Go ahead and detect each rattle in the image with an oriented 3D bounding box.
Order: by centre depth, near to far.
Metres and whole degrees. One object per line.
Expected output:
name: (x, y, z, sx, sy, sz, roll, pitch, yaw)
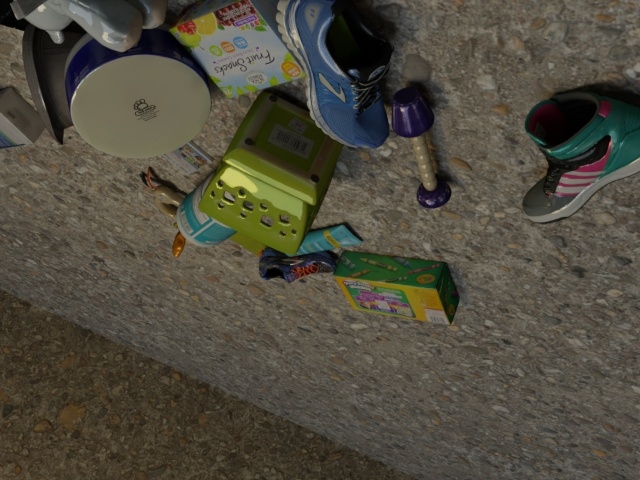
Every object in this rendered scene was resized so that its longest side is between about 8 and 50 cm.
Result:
rattle: (-0.419, -0.074, 1.890, 0.130, 0.142, 0.199, 24, 164, 41)

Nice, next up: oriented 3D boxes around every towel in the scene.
towel: (-0.183, 0.011, 1.970, 0.237, 0.021, 0.102, 34, 149, -17)

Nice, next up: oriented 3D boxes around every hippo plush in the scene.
hippo plush: (-0.406, -0.402, 1.212, 0.236, 0.294, 0.234, -10, 116, 57)

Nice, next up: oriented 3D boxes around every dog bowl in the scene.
dog bowl: (-0.344, -0.282, 1.377, 0.265, 0.104, 0.265, -13, 146, -9)

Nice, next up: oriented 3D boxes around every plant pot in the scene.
plant pot: (-0.085, -0.144, 1.441, 0.228, 0.227, 0.207, 27, 145, -4)

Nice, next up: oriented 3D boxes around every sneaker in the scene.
sneaker: (0.391, -0.139, 1.184, 0.178, 0.124, 0.295, 27, 144, -16)
sneaker: (0.048, -0.267, 1.191, 0.147, 0.130, 0.330, 28, 160, 41)
sneaker: (-0.062, 0.073, 1.895, 0.221, 0.087, 0.083, -3, 140, 21)

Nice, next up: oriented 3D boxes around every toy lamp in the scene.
toy lamp: (0.187, -0.168, 1.342, 0.080, 0.080, 0.274, 7, 147, 28)

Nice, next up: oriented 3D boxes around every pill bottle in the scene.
pill bottle: (-0.232, -0.083, 1.721, 0.146, 0.146, 0.264, 35, 150, -19)

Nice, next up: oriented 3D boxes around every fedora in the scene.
fedora: (-0.509, -0.331, 1.491, 0.124, 0.243, 0.275, -8, 156, -5)

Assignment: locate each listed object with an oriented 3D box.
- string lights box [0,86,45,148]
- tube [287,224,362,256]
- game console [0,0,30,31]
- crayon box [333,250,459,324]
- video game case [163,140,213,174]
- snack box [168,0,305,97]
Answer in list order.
string lights box: (-0.841, -0.307, 1.869, 0.260, 0.076, 0.133, 0, 143, 36)
tube: (0.000, 0.000, 1.798, 0.207, 0.052, 0.080, -12, 145, 38)
game console: (-0.615, -0.486, 1.471, 0.107, 0.071, 0.122, 8, 167, -41)
crayon box: (0.189, 0.117, 1.809, 0.278, 0.081, 0.165, 7, 147, 29)
video game case: (-0.320, -0.200, 1.729, 0.087, 0.011, 0.122, 40, 148, -26)
snack box: (-0.134, -0.352, 1.280, 0.207, 0.070, 0.174, -3, 141, 41)
